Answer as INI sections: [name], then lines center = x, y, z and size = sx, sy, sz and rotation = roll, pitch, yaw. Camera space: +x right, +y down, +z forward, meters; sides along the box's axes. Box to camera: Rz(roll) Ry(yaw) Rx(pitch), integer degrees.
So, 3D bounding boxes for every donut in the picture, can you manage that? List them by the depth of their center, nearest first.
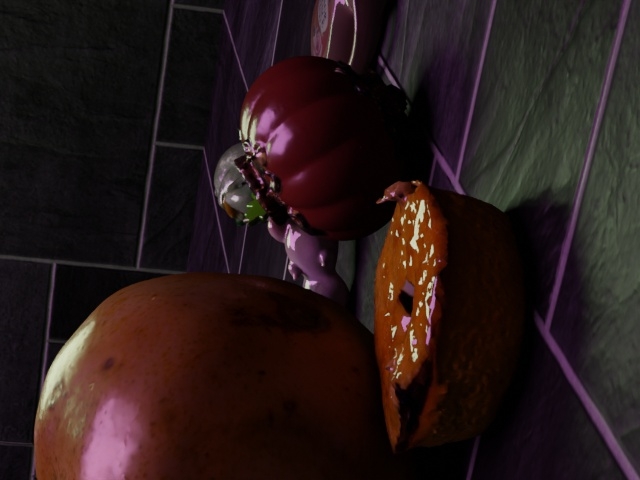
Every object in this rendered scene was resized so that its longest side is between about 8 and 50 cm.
[donut]
center = 0.102, 0.070, 1.362
size = 0.253, 0.118, 0.253
rotation = -173, 90, -76

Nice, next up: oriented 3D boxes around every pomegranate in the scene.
[pomegranate]
center = -0.093, 0.234, 1.539
size = 0.416, 0.417, 0.416
rotation = -174, 90, -79

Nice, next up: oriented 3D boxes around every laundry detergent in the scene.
[laundry detergent]
center = 0.049, -0.295, 1.929
size = 0.237, 0.076, 0.171
rotation = 125, 148, -64

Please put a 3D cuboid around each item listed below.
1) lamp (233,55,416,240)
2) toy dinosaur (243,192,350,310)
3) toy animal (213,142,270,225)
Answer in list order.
[lamp]
center = 0.010, -0.110, 1.712
size = 0.227, 0.227, 0.227
rotation = -174, 90, -79
[toy dinosaur]
center = 0.007, -0.003, 1.967
size = 0.177, 0.152, 0.194
rotation = 57, -158, -31
[toy animal]
center = -0.110, -0.085, 2.537
size = 0.251, 0.125, 0.127
rotation = -134, 22, -68
